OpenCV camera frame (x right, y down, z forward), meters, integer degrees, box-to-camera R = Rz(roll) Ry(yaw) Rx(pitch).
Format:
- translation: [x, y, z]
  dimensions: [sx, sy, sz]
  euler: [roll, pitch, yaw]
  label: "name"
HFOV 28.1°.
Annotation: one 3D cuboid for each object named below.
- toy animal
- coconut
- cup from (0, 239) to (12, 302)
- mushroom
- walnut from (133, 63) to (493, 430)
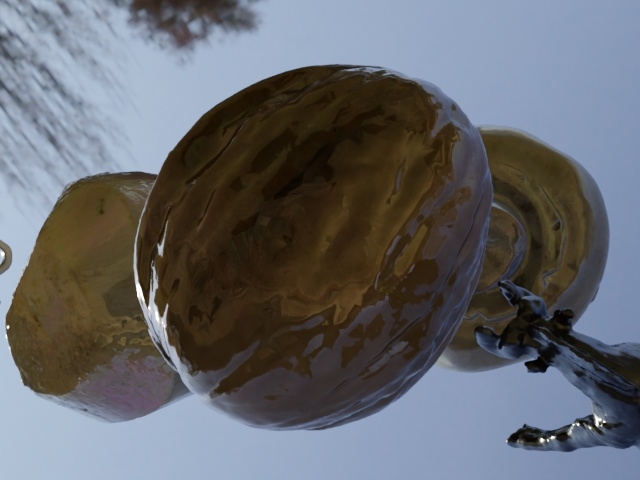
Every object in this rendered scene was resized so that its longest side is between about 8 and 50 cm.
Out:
- translation: [0.194, 0.105, 0.734]
  dimensions: [0.233, 0.148, 0.084]
  euler: [26, -102, 9]
  label: "toy animal"
- translation: [-0.167, 0.047, 1.164]
  dimensions: [0.197, 0.237, 0.236]
  euler: [-12, -138, 41]
  label: "coconut"
- translation: [-0.275, 0.018, 0.900]
  dimensions: [0.104, 0.116, 0.074]
  euler: [-38, -169, -19]
  label: "cup"
- translation: [0.178, 0.013, 1.446]
  dimensions: [0.314, 0.314, 0.336]
  euler: [-25, -179, 8]
  label: "mushroom"
- translation: [0.000, 0.000, 0.835]
  dimensions: [0.225, 0.225, 0.261]
  euler: [26, -105, 46]
  label: "walnut"
